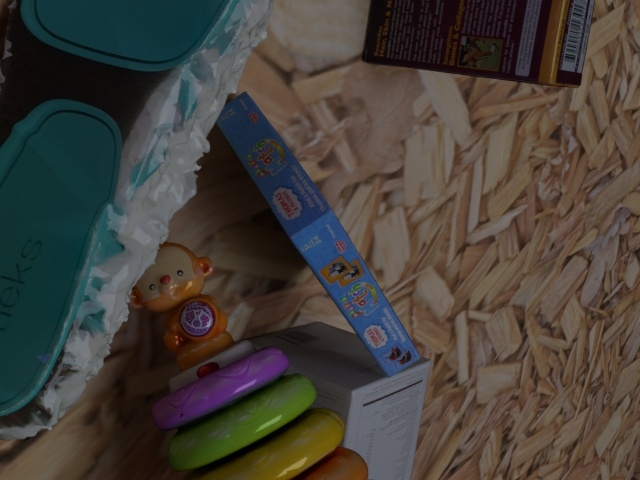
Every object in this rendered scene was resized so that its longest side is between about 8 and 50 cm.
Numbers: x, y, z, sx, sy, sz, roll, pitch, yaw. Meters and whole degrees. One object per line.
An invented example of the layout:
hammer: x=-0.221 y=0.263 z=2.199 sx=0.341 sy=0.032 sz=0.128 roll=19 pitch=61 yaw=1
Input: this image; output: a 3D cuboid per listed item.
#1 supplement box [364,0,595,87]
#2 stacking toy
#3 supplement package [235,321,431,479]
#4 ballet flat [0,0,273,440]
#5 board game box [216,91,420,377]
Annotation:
supplement box: x=0.144 y=-0.203 z=0.740 sx=0.081 sy=0.188 sz=0.104 roll=-10 pitch=111 yaw=-54
stacking toy: x=-0.054 y=0.135 z=0.583 sx=0.301 sy=0.175 sz=0.166 roll=64 pitch=0 yaw=4
supplement package: x=-0.005 y=0.217 z=0.749 sx=0.139 sy=0.134 sz=0.244 roll=-5 pitch=107 yaw=-54
ballet flat: x=-0.126 y=-0.079 z=0.495 sx=0.147 sy=0.147 sz=0.408 roll=34 pitch=79 yaw=-54
board game box: x=0.000 y=0.000 z=0.653 sx=0.039 sy=0.160 sz=0.211 roll=-34 pitch=138 yaw=0
